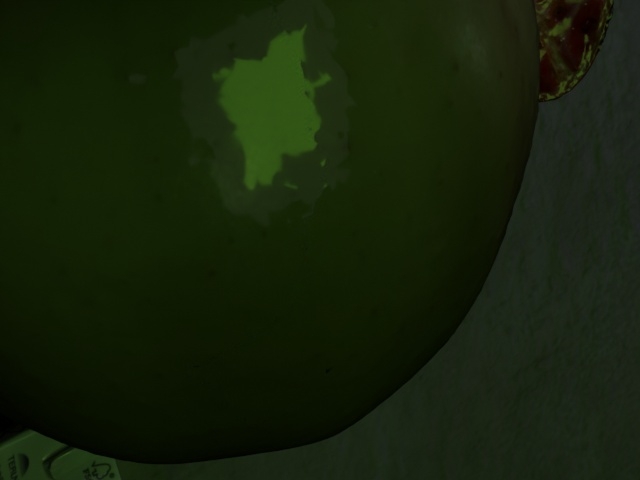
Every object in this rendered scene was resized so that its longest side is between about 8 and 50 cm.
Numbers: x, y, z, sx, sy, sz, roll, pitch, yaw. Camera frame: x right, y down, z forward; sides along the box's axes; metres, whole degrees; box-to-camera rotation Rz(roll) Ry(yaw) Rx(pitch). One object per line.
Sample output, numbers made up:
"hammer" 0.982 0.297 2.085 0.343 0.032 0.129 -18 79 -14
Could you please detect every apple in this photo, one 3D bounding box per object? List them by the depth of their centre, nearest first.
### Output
"apple" -0.081 -0.085 1.057 0.473 0.473 0.474 -12 111 -34

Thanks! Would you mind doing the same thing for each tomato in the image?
"tomato" 0.161 -0.192 1.432 0.155 0.069 0.156 -9 115 -19

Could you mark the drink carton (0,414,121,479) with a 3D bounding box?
"drink carton" -0.262 0.171 1.189 0.222 0.134 0.102 -26 118 -29
